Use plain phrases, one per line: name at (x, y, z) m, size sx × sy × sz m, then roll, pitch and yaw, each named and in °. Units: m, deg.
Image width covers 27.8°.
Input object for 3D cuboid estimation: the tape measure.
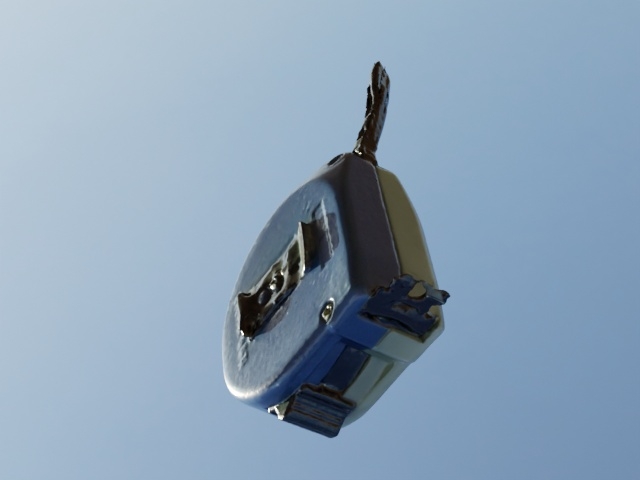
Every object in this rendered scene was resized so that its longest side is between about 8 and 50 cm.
tape measure at (0.000, 0.000, 1.092) m, size 0.215 × 0.098 × 0.351 m, roll -52°, pitch -155°, yaw 29°
